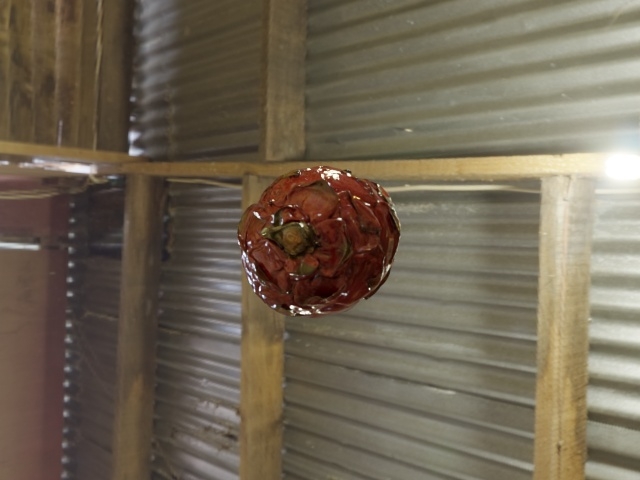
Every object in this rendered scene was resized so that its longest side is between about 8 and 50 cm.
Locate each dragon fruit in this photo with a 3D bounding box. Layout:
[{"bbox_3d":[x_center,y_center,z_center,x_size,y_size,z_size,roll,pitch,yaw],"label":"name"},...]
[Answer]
[{"bbox_3d":[0.000,0.000,1.197,0.277,0.342,0.278,2,-86,25],"label":"dragon fruit"}]
